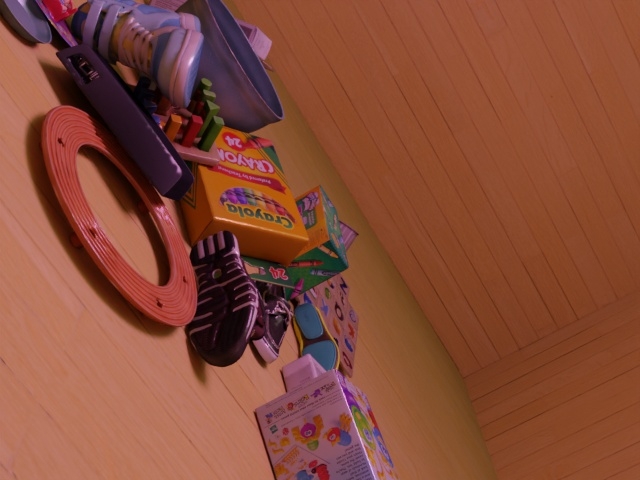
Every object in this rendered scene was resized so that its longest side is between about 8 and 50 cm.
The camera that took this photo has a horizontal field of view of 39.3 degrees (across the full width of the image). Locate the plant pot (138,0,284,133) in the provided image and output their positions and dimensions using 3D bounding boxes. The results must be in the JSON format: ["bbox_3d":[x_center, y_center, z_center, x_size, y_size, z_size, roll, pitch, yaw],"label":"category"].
[{"bbox_3d":[-0.228,-0.318,1.753,0.293,0.196,0.293,59,10,-17],"label":"plant pot"}]

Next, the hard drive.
[{"bbox_3d":[-0.284,-0.175,1.343,0.255,0.054,0.172,53,0,1],"label":"hard drive"}]

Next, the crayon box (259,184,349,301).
[{"bbox_3d":[-0.041,0.003,1.893,0.081,0.165,0.278,56,11,-25],"label":"crayon box"}]

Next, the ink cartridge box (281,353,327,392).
[{"bbox_3d":[0.051,0.378,1.597,0.296,0.066,0.261,51,14,-45],"label":"ink cartridge box"}]

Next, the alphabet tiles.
[{"bbox_3d":[0.009,0.139,2.035,0.285,0.011,0.342,57,21,-24],"label":"alphabet tiles"}]

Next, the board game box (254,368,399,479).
[{"bbox_3d":[0.030,0.357,1.321,0.142,0.144,0.275,48,17,-54],"label":"board game box"}]

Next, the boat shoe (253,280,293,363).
[{"bbox_3d":[-0.089,0.127,1.578,0.078,0.070,0.219,55,11,-32],"label":"boat shoe"}]

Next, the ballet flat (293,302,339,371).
[{"bbox_3d":[-0.004,0.218,1.772,0.231,0.077,0.077,-109,-177,-54],"label":"ballet flat"}]

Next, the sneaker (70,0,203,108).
[{"bbox_3d":[-0.298,-0.307,1.427,0.208,0.127,0.319,12,19,-15],"label":"sneaker"}]

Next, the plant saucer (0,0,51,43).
[{"bbox_3d":[-0.428,-0.327,1.269,0.119,0.021,0.119,59,10,-18],"label":"plant saucer"}]

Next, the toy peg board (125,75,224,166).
[{"bbox_3d":[-0.245,-0.221,1.515,0.160,0.079,0.161,11,40,-32],"label":"toy peg board"}]

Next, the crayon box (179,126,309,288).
[{"bbox_3d":[-0.145,-0.072,1.580,0.202,0.081,0.319,13,41,-37],"label":"crayon box"}]

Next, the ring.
[{"bbox_3d":[-0.271,-0.029,1.209,0.337,0.032,0.336,59,11,-18],"label":"ring"}]

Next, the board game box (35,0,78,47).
[{"bbox_3d":[-0.409,-0.373,1.391,0.169,0.033,0.133,58,2,27],"label":"board game box"}]

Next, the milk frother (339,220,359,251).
[{"bbox_3d":[0.000,0.000,2.203,0.129,0.135,0.143,31,-5,20],"label":"milk frother"}]

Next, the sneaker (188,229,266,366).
[{"bbox_3d":[-0.121,0.119,1.357,0.281,0.106,0.163,-100,167,-53],"label":"sneaker"}]

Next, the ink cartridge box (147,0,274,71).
[{"bbox_3d":[-0.245,-0.501,2.149,0.275,0.060,0.239,24,4,12],"label":"ink cartridge box"}]
